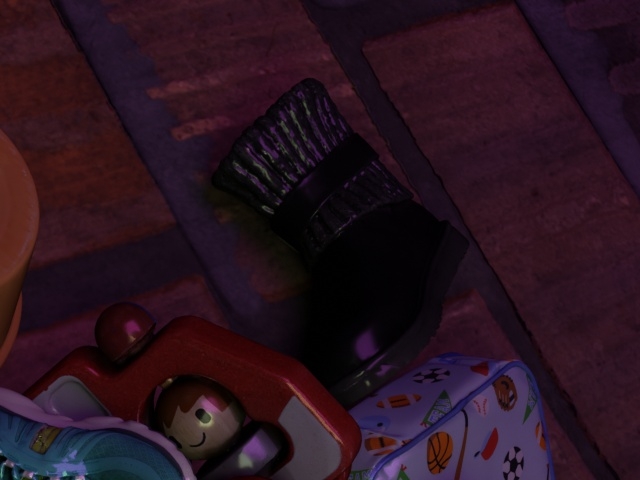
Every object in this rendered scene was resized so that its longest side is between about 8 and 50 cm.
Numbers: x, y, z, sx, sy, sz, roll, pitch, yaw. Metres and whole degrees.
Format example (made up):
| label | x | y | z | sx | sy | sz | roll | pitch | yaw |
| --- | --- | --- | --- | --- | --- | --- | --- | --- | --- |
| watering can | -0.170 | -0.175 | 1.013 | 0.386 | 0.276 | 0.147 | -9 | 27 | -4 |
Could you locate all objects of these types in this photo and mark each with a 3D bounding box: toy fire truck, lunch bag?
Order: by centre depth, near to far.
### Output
| label | x | y | z | sx | sy | sz | roll | pitch | yaw |
| --- | --- | --- | --- | --- | --- | --- | --- | --- | --- |
| toy fire truck | -0.130 | 0.186 | 1.395 | 0.254 | 0.302 | 0.169 | 46 | 25 | -7 |
| lunch bag | 0.101 | 0.254 | 1.583 | 0.303 | 0.115 | 0.243 | -28 | 115 | -44 |

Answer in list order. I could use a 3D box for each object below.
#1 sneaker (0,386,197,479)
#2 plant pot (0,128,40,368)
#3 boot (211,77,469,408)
| label | x | y | z | sx | sy | sz | roll | pitch | yaw |
| --- | --- | --- | --- | --- | --- | --- | --- | --- | --- |
| sneaker | -0.219 | 0.184 | 1.309 | 0.110 | 0.275 | 0.107 | 0 | 99 | -61 |
| plant pot | -0.361 | 0.005 | 1.407 | 0.291 | 0.203 | 0.291 | 19 | 52 | -26 |
| boot | -0.003 | 0.002 | 1.696 | 0.260 | 0.131 | 0.348 | 46 | 29 | -9 |
